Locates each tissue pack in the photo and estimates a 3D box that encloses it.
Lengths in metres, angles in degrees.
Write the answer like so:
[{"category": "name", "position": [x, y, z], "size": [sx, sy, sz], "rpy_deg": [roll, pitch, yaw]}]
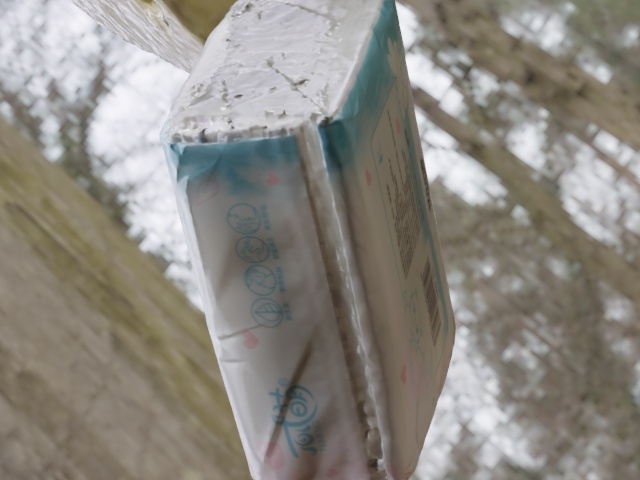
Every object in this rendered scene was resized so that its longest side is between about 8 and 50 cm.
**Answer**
[{"category": "tissue pack", "position": [0.001, -0.001, 1.218], "size": [0.201, 0.124, 0.271], "rpy_deg": [-65, -33, -54]}]

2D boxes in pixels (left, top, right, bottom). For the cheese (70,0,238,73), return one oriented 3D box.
[{"category": "cheese", "position": [-0.194, -0.288, 1.545], "size": [0.104, 0.384, 0.384], "rpy_deg": [-47, -36, -7]}]
